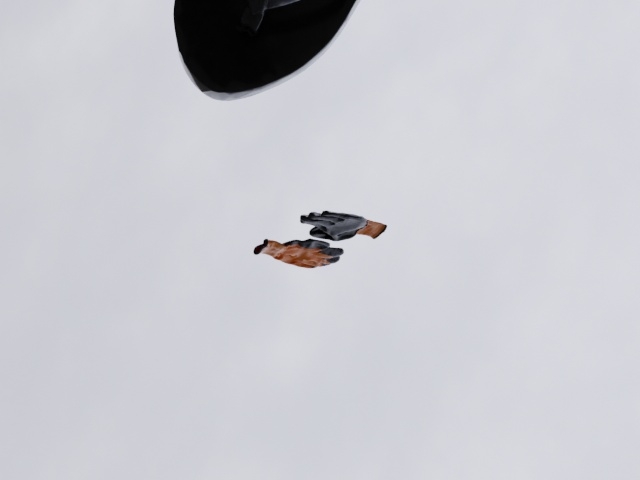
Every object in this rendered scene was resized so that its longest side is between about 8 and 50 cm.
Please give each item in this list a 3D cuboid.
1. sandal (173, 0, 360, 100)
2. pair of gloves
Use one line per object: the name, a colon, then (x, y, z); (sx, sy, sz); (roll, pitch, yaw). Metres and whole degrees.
sandal: (0.011, -0.187, 0.788); (0.254, 0.054, 0.097); (-44, -96, 0)
pair of gloves: (0.000, 0.000, 1.015); (0.083, 0.074, 0.010); (-35, -126, 44)
